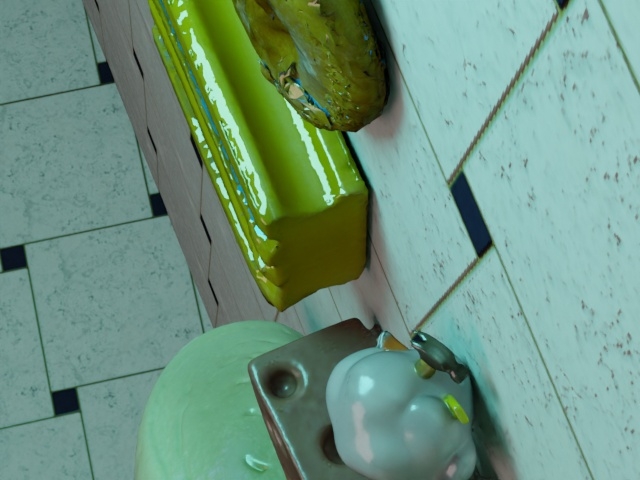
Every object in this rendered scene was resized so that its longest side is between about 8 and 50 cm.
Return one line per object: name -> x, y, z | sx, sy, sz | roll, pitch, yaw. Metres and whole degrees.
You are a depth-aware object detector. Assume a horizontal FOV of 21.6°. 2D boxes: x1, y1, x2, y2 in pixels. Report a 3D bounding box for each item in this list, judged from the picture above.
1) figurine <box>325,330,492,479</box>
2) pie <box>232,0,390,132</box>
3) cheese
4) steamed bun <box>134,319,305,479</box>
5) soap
figurine -> 0.069, 0.144, 1.243 | 0.137, 0.112, 0.229 | 55, 174, 41
pie -> -0.027, -0.189, 1.184 | 0.273, 0.069, 0.273 | 158, 90, -86
cheese -> 0.033, 0.200, 1.551 | 0.203, 0.128, 0.177 | 61, 171, 22
steamed bun -> -0.059, 0.344, 1.850 | 0.456, 0.290, 0.371 | -122, 17, -48
soap -> -0.061, -0.120, 1.449 | 0.204, 0.096, 0.324 | 91, 157, -66
